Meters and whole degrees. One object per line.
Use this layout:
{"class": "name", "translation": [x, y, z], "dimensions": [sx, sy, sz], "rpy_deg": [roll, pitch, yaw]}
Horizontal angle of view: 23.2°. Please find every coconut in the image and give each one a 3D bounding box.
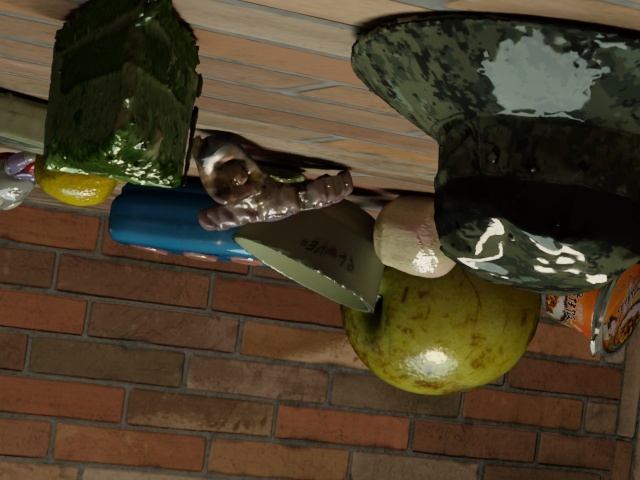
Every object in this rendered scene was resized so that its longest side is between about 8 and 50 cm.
{"class": "coconut", "translation": [0.135, -0.005, 1.968], "dimensions": [0.124, 0.110, 0.110], "rpy_deg": [14, 180, 24]}

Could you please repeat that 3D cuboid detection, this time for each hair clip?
{"class": "hair clip", "translation": [-0.068, -0.055, 1.688], "dimensions": [0.173, 0.069, 0.300], "rpy_deg": [-10, 170, 16]}

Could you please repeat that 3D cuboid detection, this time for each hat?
{"class": "hat", "translation": [0.134, -0.038, 0.918], "dimensions": [0.265, 0.128, 0.265], "rpy_deg": [7, 167, 2]}

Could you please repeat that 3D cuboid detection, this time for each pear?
{"class": "pear", "translation": [0.169, 0.087, 2.181], "dimensions": [0.283, 0.284, 0.283], "rpy_deg": [8, 177, 0]}

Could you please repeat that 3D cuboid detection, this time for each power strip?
{"class": "power strip", "translation": [-0.321, -0.121, 1.458], "dimensions": [0.080, 0.048, 0.286], "rpy_deg": [5, 175, 30]}

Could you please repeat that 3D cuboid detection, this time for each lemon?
{"class": "lemon", "translation": [-0.284, -0.081, 1.839], "dimensions": [0.110, 0.082, 0.082], "rpy_deg": [15, 176, -10]}

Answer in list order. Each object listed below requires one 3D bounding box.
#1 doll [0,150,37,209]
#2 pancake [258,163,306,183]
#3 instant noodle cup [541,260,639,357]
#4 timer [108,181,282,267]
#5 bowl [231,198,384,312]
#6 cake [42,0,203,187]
{"class": "doll", "translation": [-0.407, -0.080, 2.007], "dimensions": [0.227, 0.075, 0.102], "rpy_deg": [-18, 162, 28]}
{"class": "pancake", "translation": [-0.063, -0.081, 1.865], "dimensions": [0.108, 0.017, 0.108], "rpy_deg": [11, 177, 1]}
{"class": "instant noodle cup", "translation": [0.418, 0.075, 2.395], "dimensions": [0.125, 0.178, 0.208], "rpy_deg": [23, -143, 29]}
{"class": "timer", "translation": [-0.124, -0.018, 2.305], "dimensions": [0.340, 0.115, 0.309], "rpy_deg": [6, 176, 32]}
{"class": "bowl", "translation": [0.000, 0.000, 2.046], "dimensions": [0.211, 0.112, 0.211], "rpy_deg": [27, 170, 5]}
{"class": "cake", "translation": [-0.132, -0.092, 0.926], "dimensions": [0.099, 0.100, 0.235], "rpy_deg": [7, 178, 1]}
